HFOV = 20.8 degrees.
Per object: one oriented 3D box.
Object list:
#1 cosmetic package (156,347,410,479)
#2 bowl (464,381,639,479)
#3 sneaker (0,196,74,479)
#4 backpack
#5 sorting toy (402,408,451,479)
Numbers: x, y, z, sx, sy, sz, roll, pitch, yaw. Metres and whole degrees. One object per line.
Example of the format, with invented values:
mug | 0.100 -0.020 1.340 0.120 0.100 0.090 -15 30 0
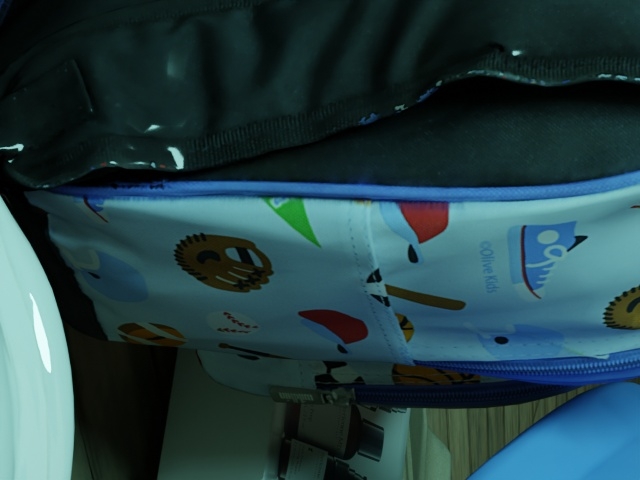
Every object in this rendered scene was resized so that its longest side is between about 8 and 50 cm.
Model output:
cosmetic package | 0.000 0.000 0.745 0.099 0.060 0.239 30 62 -50
bowl | 0.024 0.214 0.639 0.391 0.077 0.391 -44 160 -21
sneaker | -0.128 -0.024 0.348 0.152 0.114 0.305 -6 99 -59
backpack | 0.047 -0.064 0.572 0.213 0.263 0.277 57 41 -51
sorting toy | 0.032 0.076 0.902 0.348 0.047 0.196 -79 161 -64
